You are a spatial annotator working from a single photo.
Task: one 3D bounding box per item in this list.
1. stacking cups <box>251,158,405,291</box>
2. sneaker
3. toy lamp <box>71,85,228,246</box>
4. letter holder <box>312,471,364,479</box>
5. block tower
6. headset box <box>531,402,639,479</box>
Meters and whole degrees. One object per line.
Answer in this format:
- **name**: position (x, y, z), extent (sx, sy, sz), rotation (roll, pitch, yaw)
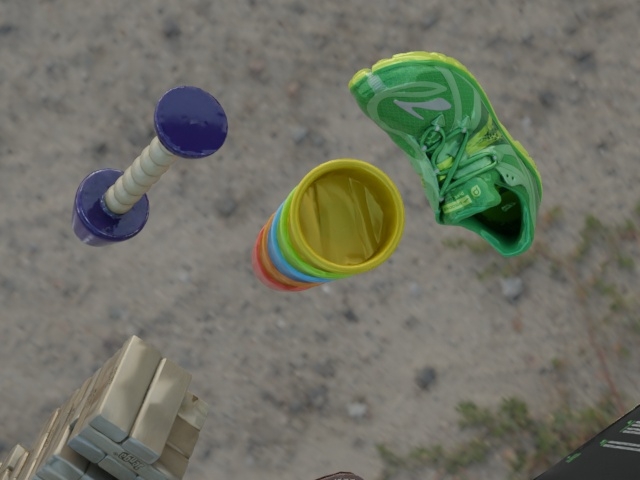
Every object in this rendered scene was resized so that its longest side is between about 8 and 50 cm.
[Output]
- **stacking cups**: position (0.000, 0.000, 1.593), extent (0.096, 0.316, 0.096), rotation (1, 83, -8)
- **sneaker**: position (0.144, -0.088, 1.867), extent (0.109, 0.295, 0.123), rotation (-31, 40, 26)
- **toy lamp**: position (-0.174, -0.062, 1.725), extent (0.274, 0.080, 0.080), rotation (140, 137, -55)
- **letter holder**: position (-0.073, 0.331, 1.373), extent (0.302, 0.152, 0.214), rotation (-25, 84, -30)
- **block tower**: position (-0.219, 0.213, 1.485), extent (0.335, 0.091, 0.097), rotation (-42, 18, 40)
- **headset box**: position (0.225, 0.175, 0.946), extent (0.283, 0.131, 0.246), rotation (-32, 14, -23)
